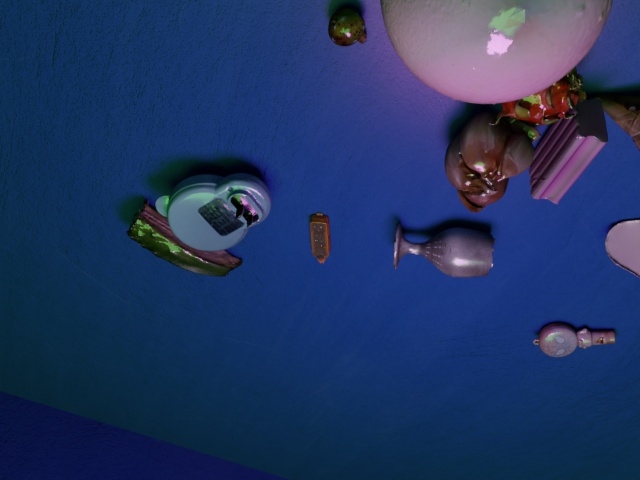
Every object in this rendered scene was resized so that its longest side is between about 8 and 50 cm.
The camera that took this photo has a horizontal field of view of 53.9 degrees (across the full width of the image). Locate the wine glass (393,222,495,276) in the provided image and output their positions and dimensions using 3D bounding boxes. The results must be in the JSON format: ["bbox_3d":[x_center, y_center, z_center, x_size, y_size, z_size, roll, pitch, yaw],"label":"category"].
[{"bbox_3d":[0.301,0.025,1.553,0.241,0.126,0.126,5,137,11],"label":"wine glass"}]

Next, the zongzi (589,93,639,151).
[{"bbox_3d":[0.663,-0.272,1.198,0.204,0.094,0.205,48,120,5],"label":"zongzi"}]

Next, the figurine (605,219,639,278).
[{"bbox_3d":[0.800,0.037,1.483,0.249,0.167,0.141,25,180,22],"label":"figurine"}]

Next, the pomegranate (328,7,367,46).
[{"bbox_3d":[0.051,-0.400,1.202,0.073,0.073,0.084,-4,150,17],"label":"pomegranate"}]

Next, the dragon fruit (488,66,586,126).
[{"bbox_3d":[0.377,-0.286,1.196,0.235,0.137,0.135,5,173,11],"label":"dragon fruit"}]

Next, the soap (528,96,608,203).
[{"bbox_3d":[0.494,-0.180,1.274,0.065,0.122,0.203,12,146,-3],"label":"soap"}]

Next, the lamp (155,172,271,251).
[{"bbox_3d":[-0.252,-0.077,1.554,0.284,0.147,0.209,-10,135,34],"label":"lamp"}]

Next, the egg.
[{"bbox_3d":[0.265,-0.362,0.942,0.354,0.340,0.355,3,123,4],"label":"egg"}]

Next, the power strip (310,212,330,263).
[{"bbox_3d":[0.000,0.000,1.666,0.049,0.028,0.178,4,137,8],"label":"power strip"}]

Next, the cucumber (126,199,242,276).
[{"bbox_3d":[-0.378,0.028,1.734,0.325,0.105,0.145,31,134,-23],"label":"cucumber"}]

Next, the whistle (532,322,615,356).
[{"bbox_3d":[0.712,0.275,1.774,0.219,0.057,0.107,-6,121,13],"label":"whistle"}]

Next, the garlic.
[{"bbox_3d":[0.336,-0.163,1.326,0.160,0.191,0.214,44,146,2],"label":"garlic"}]
